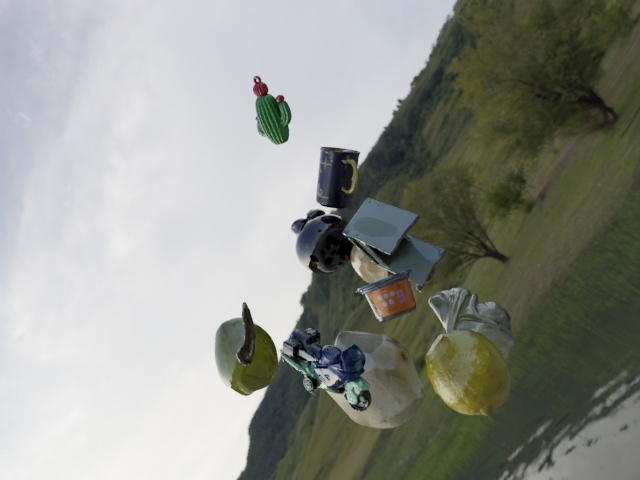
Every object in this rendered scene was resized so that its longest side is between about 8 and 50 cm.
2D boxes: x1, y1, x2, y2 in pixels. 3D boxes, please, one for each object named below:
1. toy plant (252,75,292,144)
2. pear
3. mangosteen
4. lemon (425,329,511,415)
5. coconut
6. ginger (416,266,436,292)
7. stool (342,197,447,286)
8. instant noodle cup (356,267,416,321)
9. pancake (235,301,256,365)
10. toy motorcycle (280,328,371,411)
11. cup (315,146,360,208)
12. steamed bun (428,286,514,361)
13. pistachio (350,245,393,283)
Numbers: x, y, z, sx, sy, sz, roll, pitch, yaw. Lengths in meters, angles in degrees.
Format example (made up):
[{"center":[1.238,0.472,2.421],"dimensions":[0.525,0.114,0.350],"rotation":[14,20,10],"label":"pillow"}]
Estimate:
[{"center":[-0.171,-0.458,1.611],"dimensions":[0.088,0.155,0.240],"rotation":[-47,-27,-41],"label":"toy plant"},{"center":[-0.306,0.464,1.821],"dimensions":[0.253,0.307,0.253],"rotation":[-29,-14,-8],"label":"pear"},{"center":[0.004,0.003,2.068],"dimensions":[0.296,0.314,0.297],"rotation":[-54,3,4],"label":"mangosteen"},{"center":[0.486,0.431,1.483],"dimensions":[0.284,0.261,0.260],"rotation":[-87,17,-61],"label":"lemon"},{"center":[0.204,0.530,1.791],"dimensions":[0.345,0.416,0.415],"rotation":[-38,-26,-35],"label":"coconut"},{"center":[0.452,0.121,1.933],"dimensions":[0.122,0.084,0.290],"rotation":[-52,-21,-24],"label":"ginger"},{"center":[0.267,0.004,1.632],"dimensions":[0.244,0.270,0.170],"rotation":[42,-99,-39],"label":"stool"},{"center":[0.219,0.177,1.394],"dimensions":[0.178,0.125,0.208],"rotation":[-16,-10,-33],"label":"instant noodle cup"},{"center":[-0.225,0.279,1.348],"dimensions":[0.184,0.020,0.190],"rotation":[42,-141,-79],"label":"pancake"},{"center":[0.025,0.379,1.378],"dimensions":[0.125,0.331,0.196],"rotation":[-17,-61,-43],"label":"toy motorcycle"},{"center":[0.071,-0.270,1.972],"dimensions":[0.255,0.179,0.255],"rotation":[-76,-6,-74],"label":"cup"},{"center":[0.634,0.339,1.796],"dimensions":[0.238,0.393,0.347],"rotation":[-36,-11,13],"label":"steamed bun"},{"center":[0.253,0.078,1.993],"dimensions":[0.229,0.230,0.308],"rotation":[-51,-42,-22],"label":"pistachio"}]
